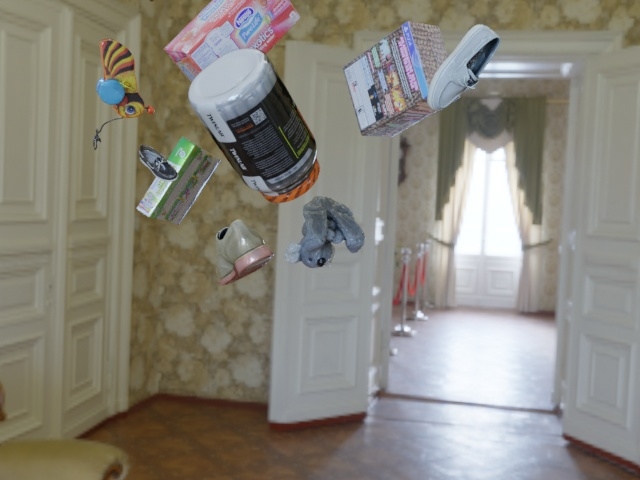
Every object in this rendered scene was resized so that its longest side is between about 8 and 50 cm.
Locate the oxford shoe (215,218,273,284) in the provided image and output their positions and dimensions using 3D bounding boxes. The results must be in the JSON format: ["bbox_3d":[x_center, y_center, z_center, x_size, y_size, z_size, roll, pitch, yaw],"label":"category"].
[{"bbox_3d":[-0.239,0.031,2.255,0.140,0.146,0.397,-27,-3,-24],"label":"oxford shoe"}]

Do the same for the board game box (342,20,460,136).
[{"bbox_3d":[0.235,-0.471,2.310,0.141,0.232,0.291,-5,-14,-43],"label":"board game box"}]

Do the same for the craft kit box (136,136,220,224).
[{"bbox_3d":[-0.421,-0.172,2.333,0.061,0.250,0.246,33,1,8],"label":"craft kit box"}]

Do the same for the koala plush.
[{"bbox_3d":[0.000,0.000,2.392,0.196,0.221,0.203,0,48,-23],"label":"koala plush"}]

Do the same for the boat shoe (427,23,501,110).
[{"bbox_3d":[0.337,-0.397,1.823,0.079,0.227,0.081,22,18,-42],"label":"boat shoe"}]

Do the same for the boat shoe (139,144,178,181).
[{"bbox_3d":[-0.386,-0.185,1.846,0.046,0.038,0.125,-37,61,-25],"label":"boat shoe"}]

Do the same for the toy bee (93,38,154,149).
[{"bbox_3d":[-0.554,-0.417,2.207,0.162,0.298,0.195,1,39,-22],"label":"toy bee"}]

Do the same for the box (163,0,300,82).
[{"bbox_3d":[-0.220,-0.519,1.940,0.142,0.300,0.154,26,-18,51],"label":"box"}]

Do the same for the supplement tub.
[{"bbox_3d":[-0.141,-0.257,1.810,0.207,0.207,0.338,4,-38,35],"label":"supplement tub"}]
